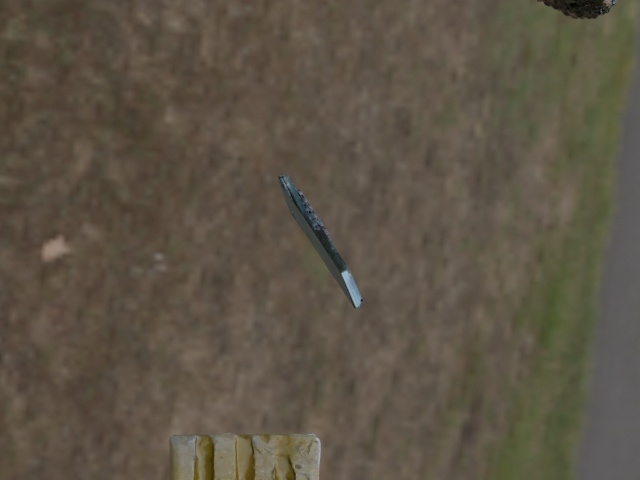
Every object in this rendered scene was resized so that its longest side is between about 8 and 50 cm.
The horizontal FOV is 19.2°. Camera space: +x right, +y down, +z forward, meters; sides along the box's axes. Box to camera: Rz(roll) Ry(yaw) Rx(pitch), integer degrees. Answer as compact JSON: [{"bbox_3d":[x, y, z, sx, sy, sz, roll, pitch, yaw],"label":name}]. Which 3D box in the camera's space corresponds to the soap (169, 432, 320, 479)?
[{"bbox_3d":[-0.086,0.351,2.103,0.089,0.173,0.274,96,-6,-85],"label":"soap"}]

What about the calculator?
[{"bbox_3d":[0.000,0.000,1.824,0.172,0.018,0.057,58,-5,50],"label":"calculator"}]

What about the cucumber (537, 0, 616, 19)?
[{"bbox_3d":[0.211,-0.239,1.659,0.300,0.072,0.072,-115,-153,-76],"label":"cucumber"}]
